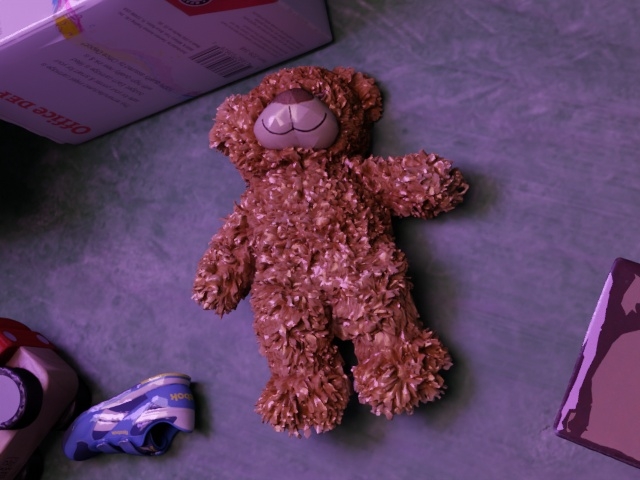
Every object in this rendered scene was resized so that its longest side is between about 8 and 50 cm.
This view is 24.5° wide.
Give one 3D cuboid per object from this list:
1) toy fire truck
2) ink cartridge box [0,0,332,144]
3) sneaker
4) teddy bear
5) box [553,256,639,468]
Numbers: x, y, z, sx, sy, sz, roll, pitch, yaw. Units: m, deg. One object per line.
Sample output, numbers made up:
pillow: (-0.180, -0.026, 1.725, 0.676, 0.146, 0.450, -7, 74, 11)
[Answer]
toy fire truck: (-0.367, 0.148, 1.417, 0.246, 0.158, 0.217, 40, 98, 20)
ink cartridge box: (-0.178, -0.216, 1.343, 0.306, 0.226, 0.131, -18, 70, 23)
sneaker: (-0.175, 0.173, 1.342, 0.144, 0.053, 0.059, -30, 67, 21)
teddy bear: (0.000, 0.000, 1.257, 0.245, 0.113, 0.338, -1, 77, 27)
box: (0.371, 0.142, 0.969, 0.381, 0.191, 0.143, 17, 86, 30)
